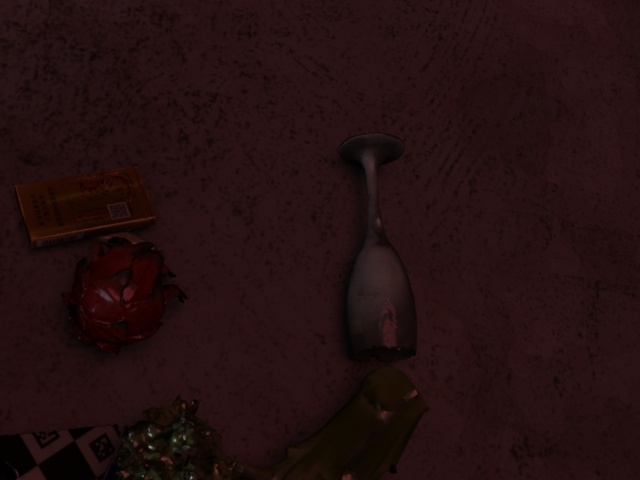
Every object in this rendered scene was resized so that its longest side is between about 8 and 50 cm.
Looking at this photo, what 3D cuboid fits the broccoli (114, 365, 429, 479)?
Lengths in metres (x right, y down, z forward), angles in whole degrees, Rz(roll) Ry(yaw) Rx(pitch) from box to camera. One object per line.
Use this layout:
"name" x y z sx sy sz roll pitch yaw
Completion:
"broccoli" 0.006 0.337 0.916 0.397 0.275 0.352 -3 87 -44

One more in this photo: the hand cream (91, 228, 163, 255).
"hand cream" -0.249 -0.001 1.038 0.102 0.022 0.035 24 61 -5

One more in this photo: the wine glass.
"wine glass" 0.000 0.000 1.091 0.265 0.096 0.309 7 67 -21

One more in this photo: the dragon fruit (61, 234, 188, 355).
"dragon fruit" -0.235 0.064 0.967 0.121 0.130 0.142 8 64 19

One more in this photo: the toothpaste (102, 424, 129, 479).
"toothpaste" -0.234 0.285 0.901 0.045 0.028 0.169 38 44 -16

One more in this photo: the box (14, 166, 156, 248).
"box" -0.294 -0.044 1.026 0.156 0.022 0.089 -14 64 -27

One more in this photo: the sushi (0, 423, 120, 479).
"sushi" -0.311 0.350 0.848 0.264 0.050 0.289 5 64 -42
